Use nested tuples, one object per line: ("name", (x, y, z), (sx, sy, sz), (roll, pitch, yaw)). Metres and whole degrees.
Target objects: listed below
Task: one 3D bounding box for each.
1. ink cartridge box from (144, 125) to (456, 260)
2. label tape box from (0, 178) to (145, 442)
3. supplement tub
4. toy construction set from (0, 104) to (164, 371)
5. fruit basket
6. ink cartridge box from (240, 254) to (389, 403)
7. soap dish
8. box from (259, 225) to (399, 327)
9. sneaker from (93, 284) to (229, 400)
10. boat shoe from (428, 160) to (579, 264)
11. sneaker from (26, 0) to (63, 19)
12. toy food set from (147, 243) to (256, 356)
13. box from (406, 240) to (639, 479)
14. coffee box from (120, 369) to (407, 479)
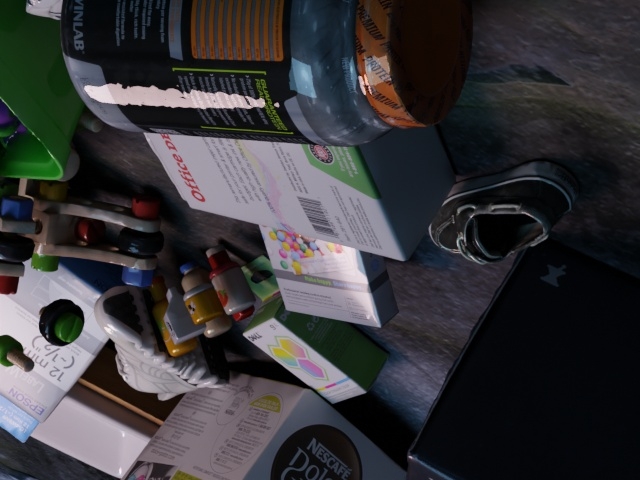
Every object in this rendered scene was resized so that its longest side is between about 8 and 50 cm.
("ink cartridge box", (-0.033, -0.108, 1.524), (0.278, 0.117, 0.201), (14, 148, 33))
("label tape box", (-0.443, 0.125, 2.177), (0.249, 0.115, 0.348), (36, 112, -7))
("supplement tub", (-0.044, -0.179, 1.311), (0.316, 0.194, 0.194), (7, 144, 30))
("toy construction set", (-0.360, -0.053, 1.913), (0.237, 0.257, 0.309), (26, 135, 42))
("fruit basket", (-0.452, -0.129, 1.682), (0.392, 0.392, 0.283), (6, 143, 42))
("ink cartridge box", (-0.028, 0.116, 1.962), (0.209, 0.062, 0.109), (39, 154, -11))
("soap dish", (-0.354, 0.252, 2.418), (0.291, 0.118, 0.229), (32, 147, -22))
("box", (0.000, 0.000, 1.701), (0.145, 0.038, 0.186), (9, 125, 41))
("sneaker", (-0.231, 0.150, 2.086), (0.118, 0.110, 0.292), (-23, 150, 14))
("boat shoe", (0.162, -0.017, 1.515), (0.078, 0.070, 0.219), (39, 153, -12))
("sneaker", (-0.189, -0.240, 1.448), (0.153, 0.094, 0.235), (5, 177, -5))
("toy food set", (-0.151, 0.061, 1.915), (0.105, 0.111, 0.232), (65, 166, 9))
("box", (0.351, 0.311, 1.622), (0.479, 0.297, 0.472), (25, 151, 16))
("coffee box", (-0.069, 0.412, 2.158), (0.337, 0.334, 0.338), (43, 162, -21))
